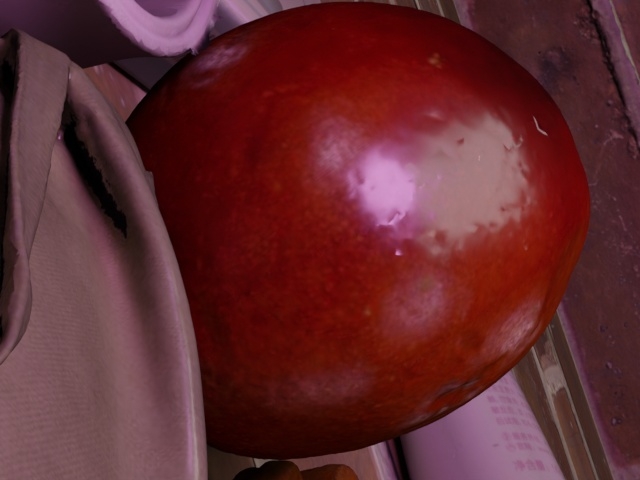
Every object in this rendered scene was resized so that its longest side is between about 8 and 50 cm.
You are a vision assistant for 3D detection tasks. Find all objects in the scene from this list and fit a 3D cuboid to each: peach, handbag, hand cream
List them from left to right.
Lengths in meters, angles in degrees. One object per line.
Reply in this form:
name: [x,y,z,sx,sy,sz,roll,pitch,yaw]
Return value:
handbag: [-0.124,0.004,0.361,0.316,0.109,0.253,47,24,-45]
peach: [0.000,0.000,0.626,0.199,0.243,0.243,58,11,14]
hand cream: [0.100,0.107,1.086,0.185,0.118,0.359,46,21,-51]

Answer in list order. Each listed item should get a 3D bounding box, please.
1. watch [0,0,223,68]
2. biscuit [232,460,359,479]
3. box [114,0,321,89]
watch: [-0.113,-0.188,0.520,0.248,0.211,0.217,67,21,-47]
biscuit: [0.012,0.258,0.664,0.284,0.043,0.306,-53,124,-74]
box: [-0.065,-0.147,0.824,0.269,0.079,0.135,37,36,-65]
